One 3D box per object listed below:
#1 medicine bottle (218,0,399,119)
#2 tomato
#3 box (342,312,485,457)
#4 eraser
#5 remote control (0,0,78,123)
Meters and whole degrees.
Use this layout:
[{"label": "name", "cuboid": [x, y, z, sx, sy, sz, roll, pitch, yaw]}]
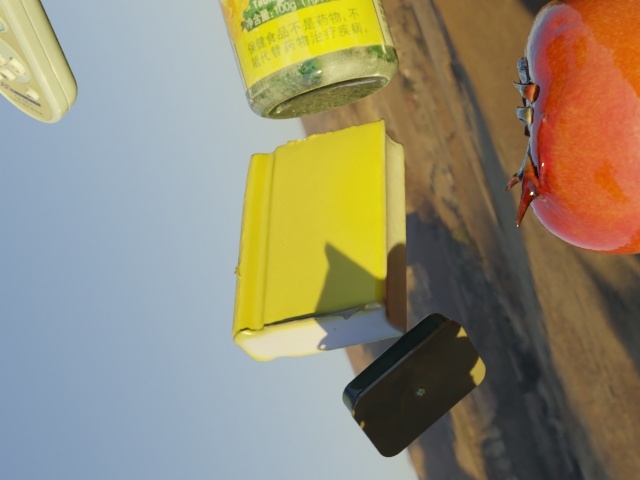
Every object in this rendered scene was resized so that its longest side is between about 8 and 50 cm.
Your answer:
[{"label": "medicine bottle", "cuboid": [-0.034, -0.266, 0.972, 0.141, 0.141, 0.293, 34, -140, -84]}, {"label": "tomato", "cuboid": [0.283, -0.115, 1.008, 0.256, 0.224, 0.256, 3, -90, -77]}, {"label": "box", "cuboid": [0.082, 0.128, 0.970, 0.031, 0.126, 0.091, 41, 170, 51]}, {"label": "eraser", "cuboid": [0.000, 0.000, 1.038, 0.069, 0.158, 0.226, 53, -149, -49]}, {"label": "remote control", "cuboid": [-0.244, -0.177, 0.822, 0.087, 0.047, 0.244, 31, 157, 21]}]
